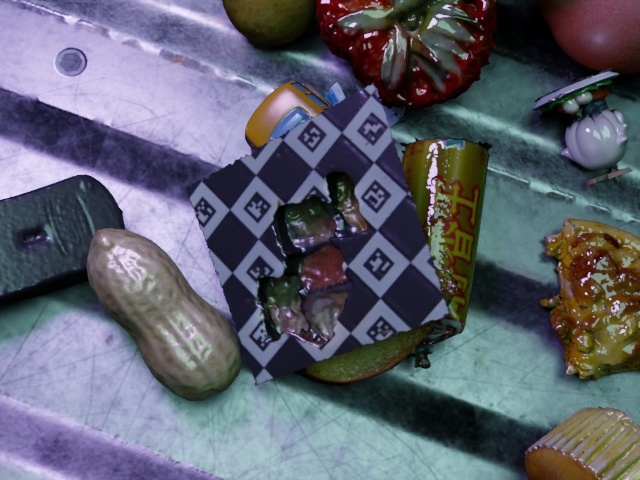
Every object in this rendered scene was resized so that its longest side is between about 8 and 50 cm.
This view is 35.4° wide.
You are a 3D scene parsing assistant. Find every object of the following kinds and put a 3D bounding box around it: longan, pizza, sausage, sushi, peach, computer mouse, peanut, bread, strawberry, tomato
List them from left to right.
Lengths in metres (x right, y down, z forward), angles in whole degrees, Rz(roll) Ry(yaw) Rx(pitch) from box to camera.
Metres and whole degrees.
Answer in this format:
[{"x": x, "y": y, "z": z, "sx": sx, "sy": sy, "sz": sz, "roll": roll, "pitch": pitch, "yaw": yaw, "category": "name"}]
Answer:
[{"x": -0.389, "y": 0.009, "z": 1.315, "sx": 0.269, "sy": 0.086, "sz": 0.138, "roll": -20, "pitch": 86, "yaw": -25, "category": "computer mouse"}, {"x": -0.203, "y": 0.092, "z": 1.278, "sx": 0.123, "sy": 0.123, "sz": 0.257, "roll": -40, "pitch": 89, "yaw": -15, "category": "peanut"}, {"x": -0.061, "y": -0.354, "z": 1.438, "sx": 0.155, "sy": 0.176, "sz": 0.145, "roll": -55, "pitch": 40, "yaw": 6, "category": "longan"}, {"x": 0.000, "y": 0.000, "z": 1.258, "sx": 0.294, "sy": 0.059, "sz": 0.292, "roll": -23, "pitch": 80, "yaw": 24, "category": "sushi"}, {"x": 0.061, "y": 0.086, "z": 1.285, "sx": 0.279, "sy": 0.068, "sz": 0.189, "roll": -13, "pitch": 78, "yaw": 31, "category": "peach"}, {"x": 0.126, "y": -0.323, "z": 1.408, "sx": 0.260, "sy": 0.258, "sz": 0.261, "roll": 0, "pitch": 103, "yaw": 1, "category": "strawberry"}, {"x": 0.145, "y": 0.016, "z": 1.337, "sx": 0.125, "sy": 0.117, "sz": 0.318, "roll": 8, "pitch": 72, "yaw": 7, "category": "sausage"}, {"x": 0.364, "y": 0.329, "z": 1.223, "sx": 0.133, "sy": 0.179, "sz": 0.250, "roll": -34, "pitch": 85, "yaw": -22, "category": "bread"}, {"x": 0.404, "y": 0.098, "z": 1.349, "sx": 0.289, "sy": 0.081, "sz": 0.229, "roll": 43, "pitch": 75, "yaw": 8, "category": "pizza"}, {"x": 0.435, "y": -0.368, "z": 1.426, "sx": 0.255, "sy": 0.224, "sz": 0.256, "roll": 5, "pitch": 78, "yaw": -26, "category": "tomato"}]

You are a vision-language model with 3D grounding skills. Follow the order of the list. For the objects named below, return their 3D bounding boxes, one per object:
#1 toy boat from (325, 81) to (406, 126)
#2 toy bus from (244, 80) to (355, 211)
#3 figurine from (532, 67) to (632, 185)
[{"x": 0.074, "y": -0.178, "z": 1.446, "sx": 0.149, "sy": 0.034, "sz": 0.105, "roll": 3, "pitch": 69, "yaw": -16, "category": "toy boat"}, {"x": -0.004, "y": -0.118, "z": 1.344, "sx": 0.209, "sy": 0.136, "sz": 0.126, "roll": 43, "pitch": 95, "yaw": 8, "category": "toy bus"}, {"x": 0.383, "y": -0.149, "z": 1.417, "sx": 0.132, "sy": 0.132, "sz": 0.154, "roll": -21, "pitch": 89, "yaw": -10, "category": "figurine"}]
